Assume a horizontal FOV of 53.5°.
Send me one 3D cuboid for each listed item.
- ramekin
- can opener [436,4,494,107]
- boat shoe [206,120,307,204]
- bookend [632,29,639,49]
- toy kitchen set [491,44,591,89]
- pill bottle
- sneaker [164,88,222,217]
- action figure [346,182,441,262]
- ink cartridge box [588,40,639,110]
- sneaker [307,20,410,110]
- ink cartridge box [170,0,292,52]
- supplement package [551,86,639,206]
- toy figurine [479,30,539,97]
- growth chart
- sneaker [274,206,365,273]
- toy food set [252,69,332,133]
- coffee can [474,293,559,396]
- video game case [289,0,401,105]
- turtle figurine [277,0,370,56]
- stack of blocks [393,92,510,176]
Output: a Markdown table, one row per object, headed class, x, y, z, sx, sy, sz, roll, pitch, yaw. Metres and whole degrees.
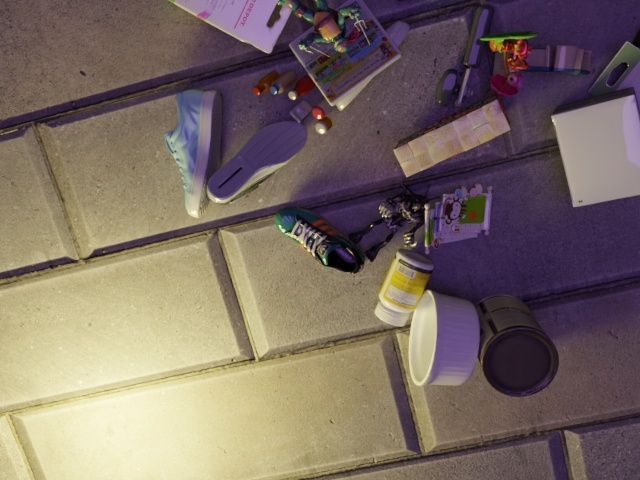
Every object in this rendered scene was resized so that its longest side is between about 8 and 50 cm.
| class | x | y | z | sx | sy | sz | roll | pitch | yaw |
| --- | --- | --- | --- | --- | --- | --- | --- | --- | --- |
| ramekin | 0.356 | 0.287 | 1.836 | 0.135 | 0.277 | 0.277 | 7 | 105 | -5 |
| can opener | 0.397 | -0.498 | 1.727 | 0.093 | 0.074 | 0.280 | 18 | 105 | 0 |
| boat shoe | -0.185 | -0.224 | 1.821 | 0.335 | 0.119 | 0.121 | -35 | 87 | -7 |
| bookend | 0.917 | -0.547 | 1.678 | 0.157 | 0.072 | 0.156 | 21 | 106 | -2 |
| toy kitchen set | 0.602 | -0.463 | 1.730 | 0.207 | 0.166 | 0.122 | 15 | 108 | 38 |
| pill bottle | 0.244 | 0.140 | 1.879 | 0.119 | 0.119 | 0.208 | 22 | 105 | -2 |
| sneaker | -0.374 | -0.252 | 1.827 | 0.150 | 0.135 | 0.365 | 9 | 96 | 10 |
| action figure | 0.221 | -0.050 | 1.823 | 0.276 | 0.141 | 0.164 | -39 | 97 | 16 |
| ink cartridge box | 0.869 | -0.402 | 1.694 | 0.235 | 0.056 | 0.171 | 40 | 134 | 14 |
| sneaker | 0.093 | -0.517 | 1.727 | 0.169 | 0.108 | 0.292 | 41 | 105 | -10 |
| ink cartridge box | -0.239 | -0.669 | 1.705 | 0.354 | 0.119 | 0.207 | 29 | 103 | -3 |
| supplement package | 0.757 | -0.248 | 1.699 | 0.204 | 0.145 | 0.261 | -11 | 105 | 29 |
| toy figurine | 0.493 | -0.450 | 1.637 | 0.130 | 0.173 | 0.159 | -15 | 111 | -19 |
| growth chart | 0.396 | -0.068 | 1.825 | 0.237 | 0.021 | 0.171 | -14 | 109 | -18 |
| sneaker | 0.000 | 0.000 | 1.859 | 0.302 | 0.121 | 0.108 | 29 | 104 | -3 |
| toy food set | -0.067 | -0.381 | 1.752 | 0.232 | 0.104 | 0.111 | 45 | 138 | -5 |
| coffee can | 0.539 | 0.290 | 1.816 | 0.202 | 0.275 | 0.201 | 1 | 105 | 4 |
| video game case | 0.064 | -0.503 | 1.680 | 0.227 | 0.026 | 0.206 | -35 | 82 | 6 |
| turtle figurine | 0.010 | -0.552 | 1.617 | 0.175 | 0.118 | 0.234 | -40 | 97 | 9 |
| stack of blocks | 0.359 | -0.289 | 1.732 | 0.297 | 0.171 | 0.087 | -24 | 101 | 21 |
